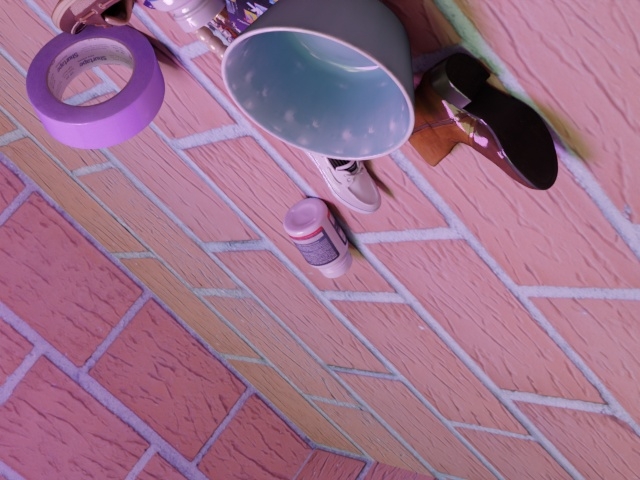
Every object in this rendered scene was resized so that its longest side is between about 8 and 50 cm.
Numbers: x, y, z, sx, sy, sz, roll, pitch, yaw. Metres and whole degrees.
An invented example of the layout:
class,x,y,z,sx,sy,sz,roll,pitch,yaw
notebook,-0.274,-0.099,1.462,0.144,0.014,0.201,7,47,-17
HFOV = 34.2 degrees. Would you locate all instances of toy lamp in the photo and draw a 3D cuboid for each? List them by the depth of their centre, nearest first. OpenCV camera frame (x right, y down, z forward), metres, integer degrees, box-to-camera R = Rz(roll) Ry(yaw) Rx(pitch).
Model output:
class,x,y,z,sx,sy,sz,roll,pitch,yaw
toy lamp,-0.199,-0.367,1.914,0.274,0.080,0.080,41,158,-10

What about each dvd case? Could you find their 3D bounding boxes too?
class,x,y,z,sx,sy,sz,roll,pitch,yaw
dvd case,-0.192,-0.402,1.956,0.087,0.013,0.119,41,157,-9

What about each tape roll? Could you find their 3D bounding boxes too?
class,x,y,z,sx,sy,sz,roll,pitch,yaw
tape roll,-0.469,-0.327,2.175,0.275,0.275,0.090,28,155,22

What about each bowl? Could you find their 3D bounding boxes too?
class,x,y,z,sx,sy,sz,roll,pitch,yaw
bowl,0.017,-0.282,1.622,0.311,0.163,0.311,15,153,8

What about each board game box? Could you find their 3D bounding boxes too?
class,x,y,z,sx,sy,sz,roll,pitch,yaw
board game box,-0.086,-0.394,1.763,0.170,0.048,0.141,28,156,22

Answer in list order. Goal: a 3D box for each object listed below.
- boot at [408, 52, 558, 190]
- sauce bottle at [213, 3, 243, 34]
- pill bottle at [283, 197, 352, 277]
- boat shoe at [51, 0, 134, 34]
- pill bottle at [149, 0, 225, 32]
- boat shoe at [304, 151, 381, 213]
class,x,y,z,sx,sy,sz,roll,pitch,yaw
boot,0.230,-0.157,1.696,0.264,0.096,0.280,40,159,-7
sauce bottle,-0.181,-0.414,1.874,0.128,0.042,0.042,41,158,-5
pill bottle,0.000,0.000,2.345,0.108,0.108,0.180,16,150,42
boat shoe,-0.432,-0.468,2.053,0.123,0.123,0.342,44,151,-13
pill bottle,-0.261,-0.469,1.766,0.124,0.124,0.221,8,142,51
boat shoe,0.043,-0.140,2.030,0.226,0.083,0.076,44,159,-14
